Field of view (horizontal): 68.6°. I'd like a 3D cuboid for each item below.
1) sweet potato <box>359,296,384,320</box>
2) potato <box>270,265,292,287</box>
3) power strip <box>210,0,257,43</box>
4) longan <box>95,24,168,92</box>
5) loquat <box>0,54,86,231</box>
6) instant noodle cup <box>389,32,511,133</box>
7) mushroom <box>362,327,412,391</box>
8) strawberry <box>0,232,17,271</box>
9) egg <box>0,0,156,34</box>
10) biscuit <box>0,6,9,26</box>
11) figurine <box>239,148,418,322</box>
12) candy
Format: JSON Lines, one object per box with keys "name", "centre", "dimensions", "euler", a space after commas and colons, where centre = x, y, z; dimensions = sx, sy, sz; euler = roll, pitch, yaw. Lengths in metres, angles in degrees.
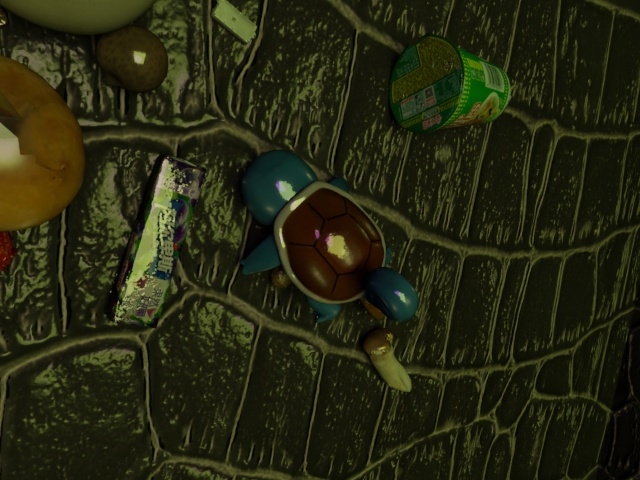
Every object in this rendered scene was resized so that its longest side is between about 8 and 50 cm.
{"name": "sweet potato", "centre": [0.100, 0.069, 1.076], "dimensions": [0.097, 0.097, 0.251], "euler": [-32, 106, -23]}
{"name": "potato", "centre": [-0.070, 0.068, 0.999], "dimensions": [0.083, 0.040, 0.051], "euler": [-32, 124, -20]}
{"name": "power strip", "centre": [-0.158, -0.403, 0.864], "dimensions": [0.090, 0.016, 0.040], "euler": [30, 83, -33]}
{"name": "longan", "centre": [-0.303, -0.289, 0.754], "dimensions": [0.114, 0.092, 0.113], "euler": [-13, 119, -25]}
{"name": "loquat", "centre": [-0.439, -0.126, 0.624], "dimensions": [0.235, 0.235, 0.234], "euler": [-7, 103, -30]}
{"name": "instant noodle cup", "centre": [0.309, -0.346, 1.069], "dimensions": [0.233, 0.207, 0.206], "euler": [-8, 104, -37]}
{"name": "mushroom", "centre": [0.174, 0.309, 1.185], "dimensions": [0.209, 0.071, 0.084], "euler": [61, 36, -29]}
{"name": "strawberry", "centre": [-0.584, 0.043, 0.640], "dimensions": [0.286, 0.106, 0.188], "euler": [-20, 111, -27]}
{"name": "egg", "centre": [-0.332, -0.399, 0.639], "dimensions": [0.269, 0.219, 0.219], "euler": [-34, 116, -18]}
{"name": "biscuit", "centre": [-0.520, -0.319, 0.657], "dimensions": [0.119, 0.019, 0.129], "euler": [36, 80, -32]}
{"name": "figurine", "centre": [0.008, 0.016, 0.915], "dimensions": [0.298, 0.243, 0.416], "euler": [-43, 76, -8]}
{"name": "candy", "centre": [-0.293, 0.003, 0.837], "dimensions": [0.088, 0.061, 0.312], "euler": [18, 90, -36]}
